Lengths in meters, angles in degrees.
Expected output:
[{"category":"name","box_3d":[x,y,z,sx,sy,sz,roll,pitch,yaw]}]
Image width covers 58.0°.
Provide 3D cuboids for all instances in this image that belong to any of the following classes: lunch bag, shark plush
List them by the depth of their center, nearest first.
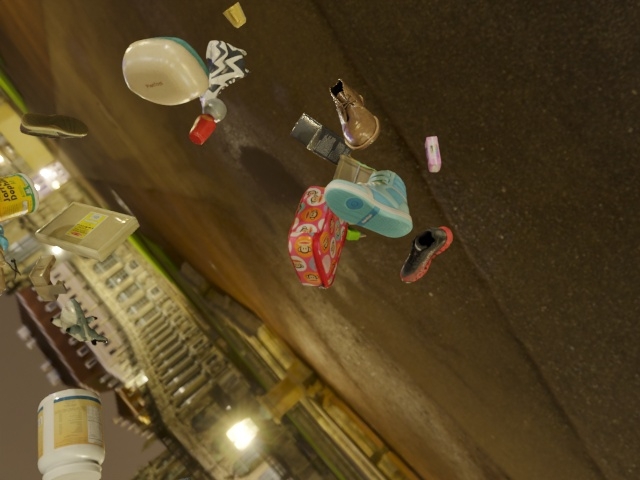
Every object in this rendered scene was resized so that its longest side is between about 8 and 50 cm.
[{"category":"shark plush","box_3d":[-0.537,0.199,1.326,0.073,0.067,0.161,12,150,42]},{"category":"lunch bag","box_3d":[0.000,0.000,1.822,0.120,0.293,0.258,2,138,18]}]

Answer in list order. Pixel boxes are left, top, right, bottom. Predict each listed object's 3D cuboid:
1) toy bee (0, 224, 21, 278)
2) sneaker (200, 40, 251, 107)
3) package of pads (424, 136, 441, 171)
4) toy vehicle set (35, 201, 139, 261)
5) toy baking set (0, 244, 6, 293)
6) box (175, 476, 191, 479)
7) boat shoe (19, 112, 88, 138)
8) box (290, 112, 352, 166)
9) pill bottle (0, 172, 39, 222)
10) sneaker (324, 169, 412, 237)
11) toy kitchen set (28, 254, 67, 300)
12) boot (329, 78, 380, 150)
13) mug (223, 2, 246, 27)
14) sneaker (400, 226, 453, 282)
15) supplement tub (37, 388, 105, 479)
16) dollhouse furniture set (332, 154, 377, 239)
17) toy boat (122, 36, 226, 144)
[{"category":"toy bee","box_3d":[-1.069,0.020,1.814,0.195,0.162,0.298,22,127,54]},{"category":"sneaker","box_3d":[-0.309,-0.536,1.915,0.094,0.153,0.235,46,129,49]},{"category":"package of pads","box_3d":[0.295,-0.226,1.514,0.050,0.032,0.083,81,-177,-72]},{"category":"toy vehicle set","box_3d":[-0.697,-0.032,1.724,0.267,0.166,0.035,14,136,26]},{"category":"toy baking set","box_3d":[-0.851,0.066,1.454,0.030,0.196,0.256,6,-147,-48]},{"category":"box","box_3d":[-0.338,0.741,1.439,0.183,0.059,0.232,-125,37,-49]},{"category":"boat shoe","box_3d":[-0.937,-0.394,2.026,0.073,0.224,0.080,-37,66,38]},{"category":"box","box_3d":[0.007,-0.407,2.345,0.207,0.108,0.153,24,-165,-40]},{"category":"pill bottle","box_3d":[-0.874,-0.101,1.531,0.118,0.208,0.117,15,117,31]},{"category":"sneaker","box_3d":[0.144,-0.151,1.783,0.319,0.208,0.127,26,139,-31]},{"category":"toy kitchen set","box_3d":[-0.626,0.088,1.363,0.075,0.068,0.083,-89,-5,-50]},{"category":"boot","box_3d":[0.083,-0.355,1.622,0.115,0.112,0.305,44,-162,-34]},{"category":"mug","box_3d":[-0.283,-0.738,1.907,0.062,0.078,0.064,-16,118,38]},{"category":"sneaker","box_3d":[0.385,0.051,2.231,0.135,0.276,0.097,13,-147,-45]},{"category":"supplement tub","box_3d":[-0.591,0.472,1.368,0.144,0.144,0.199,73,178,-55]},{"category":"dollhouse furniture set","box_3d":[0.143,-0.177,2.303,0.197,0.151,0.301,33,115,34]},{"category":"toy boat","box_3d":[-0.372,-0.412,1.543,0.267,0.148,0.318,6,148,34]}]
